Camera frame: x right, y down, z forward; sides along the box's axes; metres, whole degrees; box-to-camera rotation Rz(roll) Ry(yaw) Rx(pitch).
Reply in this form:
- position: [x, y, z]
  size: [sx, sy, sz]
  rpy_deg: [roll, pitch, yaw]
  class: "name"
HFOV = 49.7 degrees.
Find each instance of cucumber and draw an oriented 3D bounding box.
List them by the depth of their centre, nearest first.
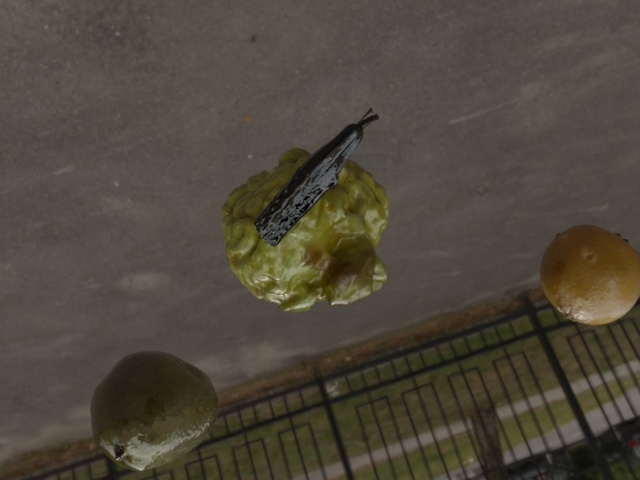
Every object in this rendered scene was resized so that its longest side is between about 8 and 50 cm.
- position: [-0.003, -0.061, 0.668]
  size: [0.163, 0.039, 0.043]
  rpy_deg: [-45, 179, 19]
  class: "cucumber"

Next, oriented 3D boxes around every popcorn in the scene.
- position: [0.000, 0.000, 0.923]
  size: [0.205, 0.237, 0.251]
  rpy_deg: [-36, 115, 22]
  class: "popcorn"

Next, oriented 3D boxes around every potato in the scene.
- position: [-0.253, 0.256, 1.044]
  size: [0.174, 0.159, 0.251]
  rpy_deg: [11, -165, 9]
  class: "potato"

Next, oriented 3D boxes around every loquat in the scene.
- position: [0.368, 0.047, 0.949]
  size: [0.141, 0.141, 0.141]
  rpy_deg: [-16, 155, -8]
  class: "loquat"
